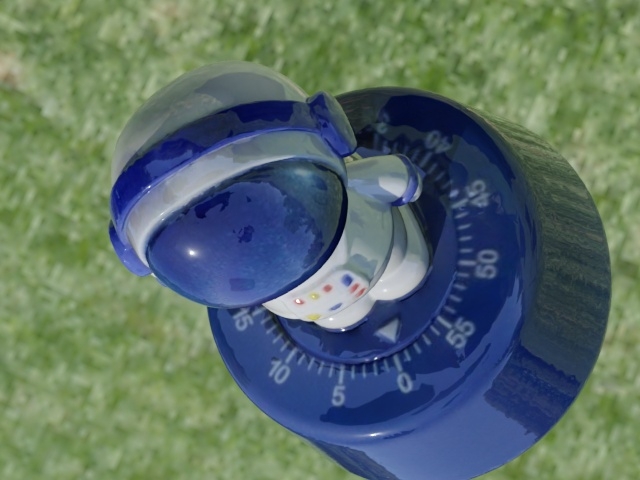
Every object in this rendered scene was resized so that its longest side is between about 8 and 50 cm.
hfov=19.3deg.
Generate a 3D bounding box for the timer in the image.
[{"bbox_3d":[0.000,0.000,1.172,0.270,0.270,0.383,12,173,29],"label":"timer"}]
